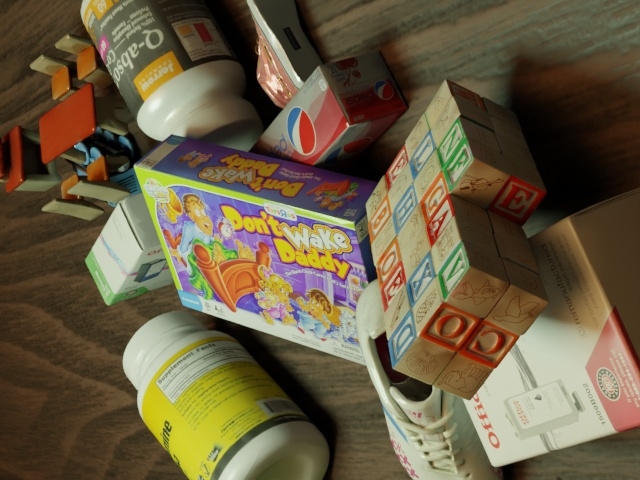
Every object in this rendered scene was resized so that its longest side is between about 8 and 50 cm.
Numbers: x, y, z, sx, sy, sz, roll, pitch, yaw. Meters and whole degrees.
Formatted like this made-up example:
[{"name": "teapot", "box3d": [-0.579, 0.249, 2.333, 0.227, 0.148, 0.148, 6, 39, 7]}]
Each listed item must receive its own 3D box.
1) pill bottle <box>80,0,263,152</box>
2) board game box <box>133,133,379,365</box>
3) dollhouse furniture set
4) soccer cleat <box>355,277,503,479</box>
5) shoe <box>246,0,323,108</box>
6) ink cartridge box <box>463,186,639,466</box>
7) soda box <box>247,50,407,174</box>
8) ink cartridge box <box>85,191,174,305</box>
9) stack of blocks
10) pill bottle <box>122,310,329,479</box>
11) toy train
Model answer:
[{"name": "pill bottle", "box3d": [-0.198, -0.236, 1.837, 0.278, 0.162, 0.162, 60, 148, 18]}, {"name": "board game box", "box3d": [-0.053, 0.012, 1.679, 0.347, 0.078, 0.233, 15, 135, 36]}, {"name": "dollhouse furniture set", "box3d": [-0.427, -0.163, 2.138, 0.259, 0.135, 0.262, -27, 64, 42]}, {"name": "soccer cleat", "box3d": [0.119, 0.197, 1.527, 0.143, 0.116, 0.331, -88, -25, -67]}, {"name": "shoe", "box3d": [-0.061, -0.253, 1.704, 0.081, 0.063, 0.178, -33, 82, 53]}, {"name": "ink cartridge box", "box3d": [0.246, 0.097, 1.355, 0.283, 0.117, 0.207, -36, 76, 58]}, {"name": "soda box", "box3d": [-0.003, -0.125, 1.654, 0.083, 0.092, 0.263, 63, 148, 11]}, {"name": "ink cartridge box", "box3d": [-0.249, 0.001, 2.054, 0.093, 0.154, 0.212, 62, 148, 15]}, {"name": "stack of blocks", "box3d": [0.134, -0.009, 1.313, 0.171, 0.087, 0.297, -57, 20, 26]}, {"name": "pill bottle", "box3d": [-0.152, 0.255, 2.008, 0.334, 0.188, 0.188, 43, 140, 39]}, {"name": "toy train", "box3d": [-0.361, -0.126, 2.242, 0.184, 0.080, 0.105, 25, 133, 50]}]
